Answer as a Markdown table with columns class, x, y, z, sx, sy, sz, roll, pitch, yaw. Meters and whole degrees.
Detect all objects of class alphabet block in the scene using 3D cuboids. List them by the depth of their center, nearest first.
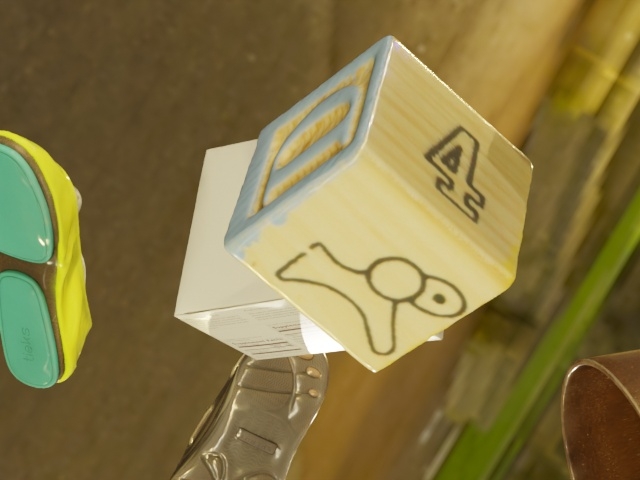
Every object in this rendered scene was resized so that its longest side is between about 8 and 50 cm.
| class | x | y | z | sx | sy | sz | roll | pitch | yaw |
| --- | --- | --- | --- | --- | --- | --- | --- | --- | --- |
| alphabet block | 0.056 | -0.033 | 1.772 | 0.192 | 0.197 | 0.193 | -34 | -155 | 35 |

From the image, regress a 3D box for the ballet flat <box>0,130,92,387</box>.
| class | x | y | z | sx | sy | sz | roll | pitch | yaw |
| --- | --- | --- | --- | --- | --- | --- | --- | --- | --- |
| ballet flat | -0.197 | 0.001 | 1.348 | 0.077 | 0.077 | 0.231 | -53 | 152 | -43 |

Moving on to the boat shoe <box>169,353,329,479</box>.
| class | x | y | z | sx | sy | sz | roll | pitch | yaw |
| --- | --- | --- | --- | --- | --- | --- | --- | --- | --- |
| boat shoe | -0.095 | 0.259 | 2.294 | 0.355 | 0.132 | 0.130 | -58 | -174 | 10 |

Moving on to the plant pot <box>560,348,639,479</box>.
| class | x | y | z | sx | sy | sz | roll | pitch | yaw |
| --- | --- | --- | --- | --- | --- | --- | --- | --- | --- |
| plant pot | 0.317 | 0.152 | 1.340 | 0.230 | 0.215 | 0.215 | -17 | 157 | -12 |

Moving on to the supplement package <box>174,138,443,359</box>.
| class | x | y | z | sx | sy | sz | roll | pitch | yaw |
| --- | --- | --- | --- | --- | --- | --- | --- | --- | --- |
| supplement package | 0.000 | 0.000 | 2.053 | 0.145 | 0.262 | 0.204 | 32 | 59 | -44 |
